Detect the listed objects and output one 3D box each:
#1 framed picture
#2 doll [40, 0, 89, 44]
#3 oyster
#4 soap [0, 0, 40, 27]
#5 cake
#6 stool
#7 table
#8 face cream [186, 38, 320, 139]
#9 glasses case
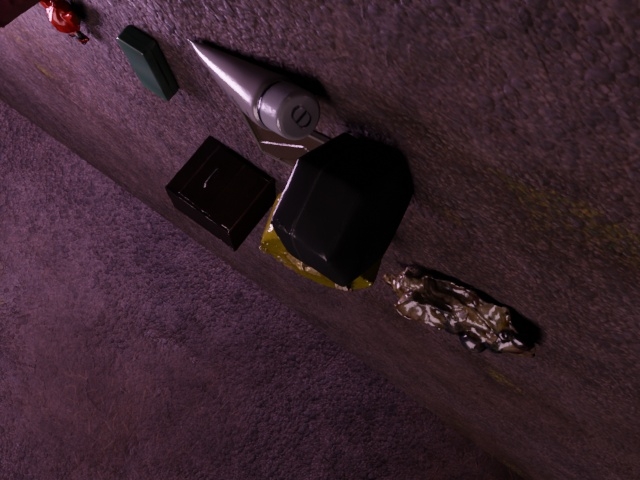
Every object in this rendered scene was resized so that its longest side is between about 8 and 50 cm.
[{"bbox_3d":[-0.041,-0.171,1.472,0.260,0.023,0.189,30,165,28],"label":"framed picture"},{"bbox_3d":[-0.545,-0.468,1.667,0.109,0.057,0.169,33,166,7],"label":"doll"},{"bbox_3d":[0.279,0.150,1.618,0.361,0.096,0.221,30,159,17],"label":"oyster"},{"bbox_3d":[-0.565,-0.487,1.303,0.127,0.220,0.325,43,160,4],"label":"soap"},{"bbox_3d":[0.000,0.000,1.564,0.179,0.156,0.260,-8,148,44],"label":"cake"},{"bbox_3d":[0.037,-0.051,1.275,0.141,0.232,0.232,32,166,27],"label":"stool"},{"bbox_3d":[-0.234,-0.111,1.852,0.193,0.169,0.172,36,167,8],"label":"table"},{"bbox_3d":[-0.114,-0.252,1.295,0.314,0.089,0.143,38,172,47],"label":"face cream"},{"bbox_3d":[-0.348,-0.357,1.584,0.078,0.039,0.184,34,166,16],"label":"glasses case"}]
